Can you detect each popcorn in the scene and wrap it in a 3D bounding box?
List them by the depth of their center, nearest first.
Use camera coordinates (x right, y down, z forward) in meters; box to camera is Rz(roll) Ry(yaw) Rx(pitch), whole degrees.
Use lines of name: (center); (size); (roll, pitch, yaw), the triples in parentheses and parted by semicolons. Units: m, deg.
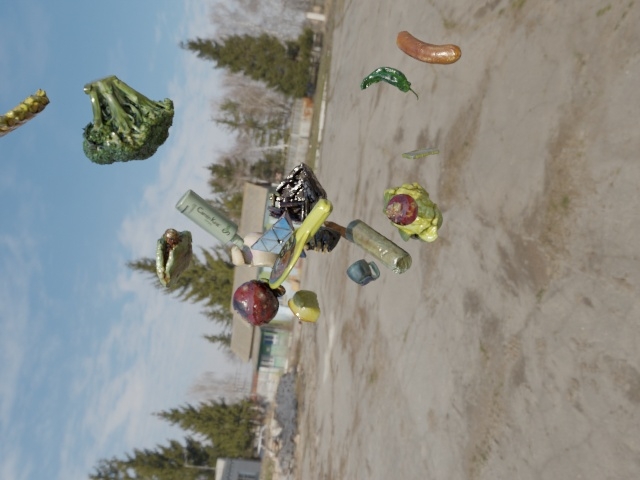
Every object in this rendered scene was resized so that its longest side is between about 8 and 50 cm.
popcorn: (0.351, -0.110, 1.811); (0.195, 0.255, 0.256); (-42, 7, -6)

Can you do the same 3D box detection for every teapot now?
teapot: (0.200, 0.158, 2.200); (0.111, 0.149, 0.108); (-46, 63, 23)

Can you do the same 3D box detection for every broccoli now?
broccoli: (-0.645, -0.393, 1.541); (0.303, 0.321, 0.284); (23, 140, 50)

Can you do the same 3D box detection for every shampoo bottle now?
shampoo bottle: (-0.370, -0.065, 1.622); (0.085, 0.262, 0.085); (-41, 24, 23)

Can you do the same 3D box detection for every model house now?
model house: (-0.120, -0.230, 2.227); (0.317, 0.297, 0.283); (-11, -67, -75)

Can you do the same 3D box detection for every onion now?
onion: (0.265, -0.099, 1.522); (0.097, 0.107, 0.107); (-23, -51, -51)

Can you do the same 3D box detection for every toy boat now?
toy boat: (0.334, -0.289, 1.568); (0.063, 0.115, 0.016); (32, 133, 57)

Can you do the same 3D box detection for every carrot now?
carrot: (0.109, -0.037, 2.159); (0.059, 0.247, 0.059); (-40, 36, 38)

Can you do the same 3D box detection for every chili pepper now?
chili pepper: (0.324, -0.724, 2.161); (0.065, 0.278, 0.122); (-65, -12, -48)

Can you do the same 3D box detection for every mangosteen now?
mangosteen: (-0.216, 0.205, 1.653); (0.180, 0.166, 0.166); (-53, -14, -35)

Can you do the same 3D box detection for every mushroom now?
mushroom: (-0.236, 0.033, 1.972); (0.173, 0.236, 0.162); (-12, 78, 43)

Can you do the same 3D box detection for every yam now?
yam: (0.207, 0.022, 1.682); (0.259, 0.093, 0.093); (37, 132, 34)

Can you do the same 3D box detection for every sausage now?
sausage: (0.430, -0.778, 1.921); (0.103, 0.302, 0.076); (-50, -34, -5)

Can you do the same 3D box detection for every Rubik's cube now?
Rubik's cube: (-0.109, -0.004, 1.718); (0.211, 0.178, 0.190); (-49, 6, -22)

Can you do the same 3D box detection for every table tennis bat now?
table tennis bat: (-0.075, 0.010, 1.541); (0.369, 0.054, 0.224); (-52, 18, 29)

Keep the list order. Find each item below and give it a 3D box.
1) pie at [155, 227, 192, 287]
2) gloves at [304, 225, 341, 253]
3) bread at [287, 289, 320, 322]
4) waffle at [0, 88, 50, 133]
pie: (-0.627, 0.077, 2.028); (0.274, 0.105, 0.257); (10, -89, -84)
gloves: (0.000, 0.000, 1.972); (0.203, 0.164, 0.124); (13, -117, -78)
bread: (-0.067, 0.261, 1.908); (0.086, 0.125, 0.156); (-57, 19, 22)
waffle: (-0.963, -0.373, 1.462); (0.059, 0.237, 0.243); (56, -142, -26)
